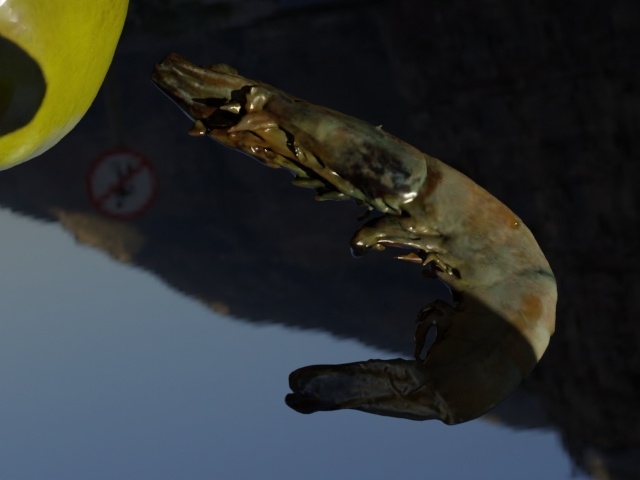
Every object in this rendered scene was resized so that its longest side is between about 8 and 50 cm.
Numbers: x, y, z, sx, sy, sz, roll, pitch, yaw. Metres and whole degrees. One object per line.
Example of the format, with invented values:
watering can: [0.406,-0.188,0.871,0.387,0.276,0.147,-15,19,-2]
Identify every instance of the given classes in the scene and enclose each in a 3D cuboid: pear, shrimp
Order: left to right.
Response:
pear: [-0.234,-0.180,1.023,0.253,0.253,0.307,-9,-138,2]
shrimp: [-0.001,0.002,0.655,0.148,0.195,0.035,-58,176,-43]
